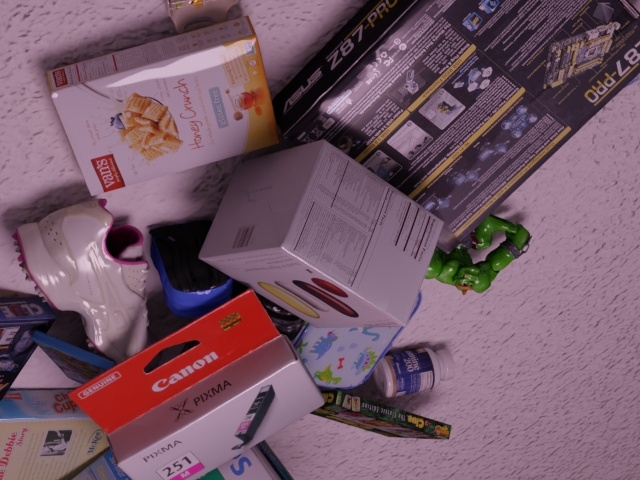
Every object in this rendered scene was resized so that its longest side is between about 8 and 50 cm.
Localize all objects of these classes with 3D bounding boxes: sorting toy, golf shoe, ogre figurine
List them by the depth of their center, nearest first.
[{"bbox_3d":[-0.136,-0.261,1.353,0.083,0.045,0.075,-14,143,-14],"label":"sorting toy"},{"bbox_3d":[-0.261,0.065,1.548,0.140,0.115,0.306,-33,138,0],"label":"golf shoe"},{"bbox_3d":[0.207,0.013,1.743,0.197,0.097,0.118,6,110,-49],"label":"ogre figurine"}]

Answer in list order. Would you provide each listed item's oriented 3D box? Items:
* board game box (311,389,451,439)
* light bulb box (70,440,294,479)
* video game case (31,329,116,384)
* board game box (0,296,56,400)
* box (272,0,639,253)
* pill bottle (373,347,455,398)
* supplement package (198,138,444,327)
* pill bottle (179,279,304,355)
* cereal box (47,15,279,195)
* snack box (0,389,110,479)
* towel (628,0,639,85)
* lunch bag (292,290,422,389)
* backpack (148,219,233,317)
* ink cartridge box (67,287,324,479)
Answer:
[{"bbox_3d":[0.072,0.275,1.907,0.259,0.030,0.136,22,163,-39],"label":"board game box"},{"bbox_3d":[-0.182,0.461,1.725,0.361,0.358,0.225,-39,145,-4],"label":"light bulb box"},{"bbox_3d":[-0.306,0.173,1.602,0.166,0.119,0.015,75,37,-65],"label":"video game case"},{"bbox_3d":[-0.469,0.143,1.510,0.243,0.042,0.165,1,133,-53],"label":"board game box"},{"bbox_3d":[0.185,-0.204,1.494,0.318,0.097,0.395,33,111,-32],"label":"box"},{"bbox_3d":[0.148,0.206,1.908,0.120,0.067,0.067,-10,134,-18],"label":"pill bottle"},{"bbox_3d":[0.000,0.000,1.492,0.203,0.194,0.149,32,68,-28],"label":"supplement package"},{"bbox_3d":[-0.097,0.118,1.666,0.123,0.123,0.219,14,123,-35],"label":"pill bottle"},{"bbox_3d":[-0.178,-0.153,1.410,0.240,0.047,0.173,-17,139,-4],"label":"cereal box"},{"bbox_3d":[-0.426,0.347,1.766,0.187,0.060,0.322,3,129,-31],"label":"snack box"},{"bbox_3d":[0.351,-0.257,1.596,0.285,0.034,0.209,-28,136,1],"label":"towel"},{"bbox_3d":[0.034,0.115,1.750,0.176,0.090,0.219,13,124,-33],"label":"lunch bag"},{"bbox_3d":[-0.161,0.046,1.568,0.098,0.120,0.101,-14,136,-15],"label":"backpack"},{"bbox_3d":[-0.154,0.208,1.581,0.275,0.060,0.239,-30,142,-2],"label":"ink cartridge box"}]
